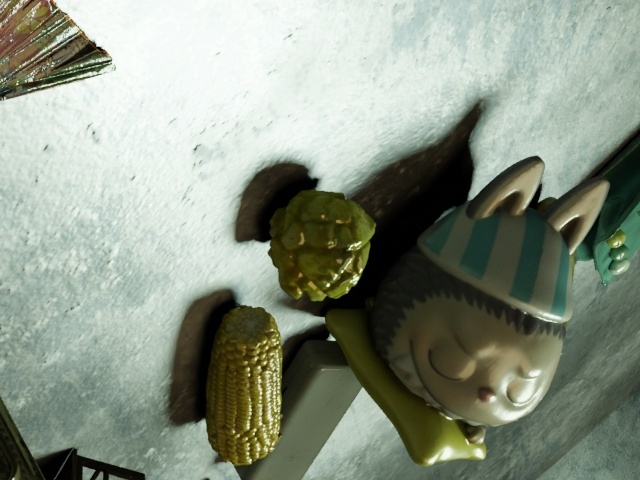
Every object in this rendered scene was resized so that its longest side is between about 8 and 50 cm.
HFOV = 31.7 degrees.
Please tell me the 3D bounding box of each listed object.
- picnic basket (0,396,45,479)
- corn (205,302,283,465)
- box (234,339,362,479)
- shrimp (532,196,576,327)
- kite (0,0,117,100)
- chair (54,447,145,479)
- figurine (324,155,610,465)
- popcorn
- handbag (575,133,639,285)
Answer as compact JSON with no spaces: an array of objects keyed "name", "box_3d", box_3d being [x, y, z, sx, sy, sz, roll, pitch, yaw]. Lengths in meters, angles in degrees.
[{"name":"picnic basket","box_3d":[-0.355,0.221,0.874,0.266,0.165,0.139,-49,140,8]},{"name":"corn","box_3d":[-0.088,0.171,1.301,0.260,0.091,0.091,97,18,-47]},{"name":"box","box_3d":[-0.025,0.233,1.497,0.103,0.055,0.243,6,128,-35]},{"name":"shrimp","box_3d":[0.310,0.069,1.587,0.061,0.267,0.145,7,157,-20]},{"name":"kite","box_3d":[-0.210,-0.144,0.736,0.183,0.014,0.241,-43,153,-4]},{"name":"chair","box_3d":[-0.297,0.277,1.193,0.212,0.101,0.084,22,116,-22]},{"name":"figurine","box_3d":[0.243,0.073,1.423,0.378,0.266,0.361,-42,171,19]},{"name":"popcorn","box_3d":[0.000,0.000,1.164,0.120,0.116,0.106,53,46,-26]},{"name":"handbag","box_3d":[0.520,-0.062,1.810,0.274,0.100,0.269,-42,153,-1]}]
